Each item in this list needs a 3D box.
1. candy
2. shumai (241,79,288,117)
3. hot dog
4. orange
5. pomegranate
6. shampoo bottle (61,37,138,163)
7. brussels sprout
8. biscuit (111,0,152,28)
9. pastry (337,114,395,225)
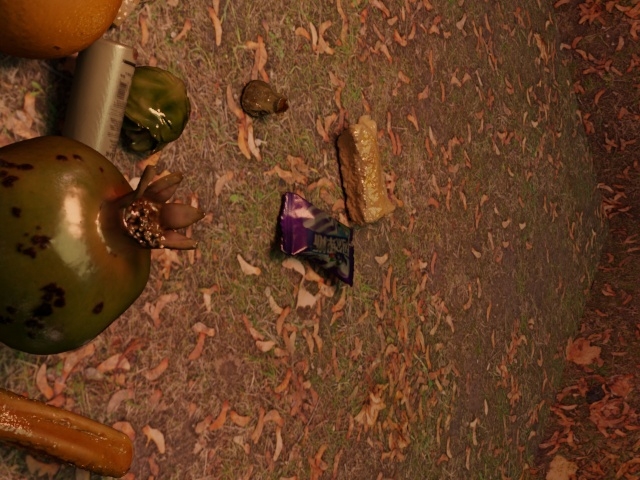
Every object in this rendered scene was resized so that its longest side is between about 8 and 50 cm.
[{"bbox_3d":[0.000,0.000,1.703,0.275,0.070,0.145,29,58,-48],"label":"candy"},{"bbox_3d":[-0.103,-0.282,1.554,0.083,0.080,0.082,-26,108,-50],"label":"shumai"},{"bbox_3d":[-0.393,0.284,1.147,0.289,0.068,0.083,38,36,-42],"label":"hot dog"},{"bbox_3d":[-0.379,-0.353,1.057,0.236,0.236,0.236,3,87,-54],"label":"orange"},{"bbox_3d":[-0.332,0.011,1.025,0.291,0.323,0.290,-17,111,-52],"label":"pomegranate"},{"bbox_3d":[-0.344,-0.170,1.184,0.085,0.085,0.262,7,98,-54],"label":"shampoo bottle"},{"bbox_3d":[-0.277,-0.227,1.303,0.139,0.100,0.181,56,46,-23],"label":"brussels sprout"},{"bbox_3d":[-0.314,-0.473,1.304,0.188,0.040,0.265,29,67,-50],"label":"biscuit"},{"bbox_3d":[0.099,-0.159,1.822,0.121,0.089,0.258,-38,117,-53],"label":"pastry"}]
